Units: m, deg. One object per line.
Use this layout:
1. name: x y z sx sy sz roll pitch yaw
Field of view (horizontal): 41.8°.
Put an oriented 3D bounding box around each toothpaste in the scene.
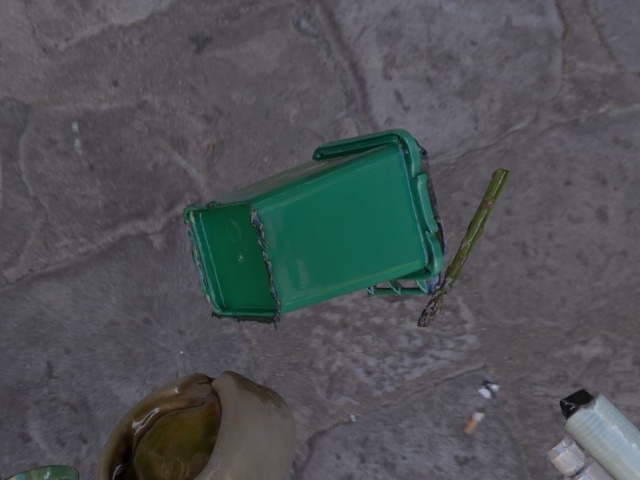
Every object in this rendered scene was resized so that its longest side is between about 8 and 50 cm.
1. toothpaste: 0.253 0.235 0.670 0.048 0.031 0.190 -44 81 21

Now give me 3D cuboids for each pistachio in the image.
1. pistachio: -0.095 0.186 0.678 0.138 0.238 0.153 -17 86 15

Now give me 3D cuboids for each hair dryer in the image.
1. hair dryer: 0.239 0.192 0.540 0.236 0.131 0.073 43 71 12

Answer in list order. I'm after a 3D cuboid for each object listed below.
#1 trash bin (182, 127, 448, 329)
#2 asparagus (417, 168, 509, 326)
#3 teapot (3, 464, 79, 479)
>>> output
1. trash bin: 0.000 0.000 1.370 0.381 0.259 0.295 -20 100 -38
2. asparagus: 0.190 0.009 1.101 0.024 0.025 0.248 23 72 21
3. teapot: -0.098 0.137 0.317 0.043 0.043 0.111 -18 56 -11
